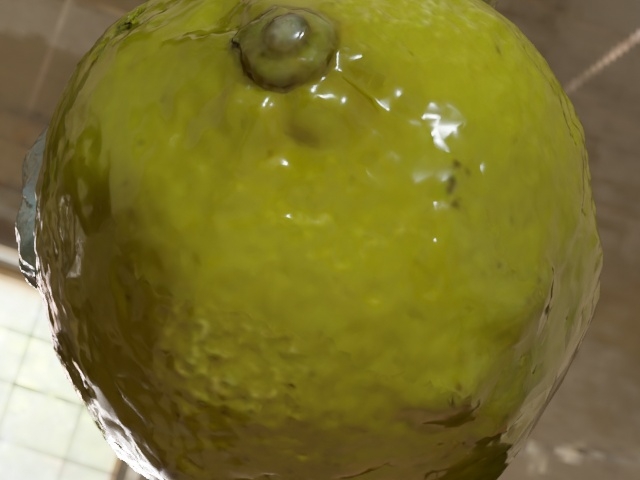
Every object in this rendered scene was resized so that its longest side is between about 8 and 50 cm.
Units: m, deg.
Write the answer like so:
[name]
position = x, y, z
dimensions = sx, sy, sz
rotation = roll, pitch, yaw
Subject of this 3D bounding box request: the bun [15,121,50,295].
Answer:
[bun]
position = -0.201, 0.013, 1.966
dimensions = 0.194, 0.354, 0.354
rotation = -39, -43, 16

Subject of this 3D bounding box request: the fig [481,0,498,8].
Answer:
[fig]
position = 0.123, -0.255, 1.718
dimensions = 0.170, 0.274, 0.145
rotation = -20, -30, 11

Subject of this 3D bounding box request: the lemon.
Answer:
[lemon]
position = 0.000, 0.000, 0.835
dimensions = 0.268, 0.268, 0.322
rotation = 17, -36, 0
